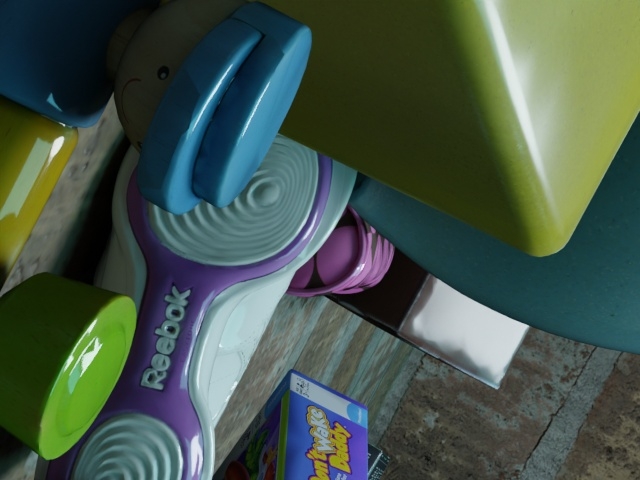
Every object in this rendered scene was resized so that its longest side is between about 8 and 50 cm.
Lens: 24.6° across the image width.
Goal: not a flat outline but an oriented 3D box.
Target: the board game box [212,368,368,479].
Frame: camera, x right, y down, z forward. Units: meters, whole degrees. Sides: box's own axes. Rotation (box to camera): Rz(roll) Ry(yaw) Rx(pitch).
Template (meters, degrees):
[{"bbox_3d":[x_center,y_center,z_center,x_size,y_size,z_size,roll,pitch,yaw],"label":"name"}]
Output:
[{"bbox_3d":[-0.084,0.304,1.180,0.347,0.078,0.233,-55,-165,24],"label":"board game box"}]

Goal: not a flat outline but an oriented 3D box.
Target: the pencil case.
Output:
[{"bbox_3d":[0.000,0.000,1.109,0.209,0.098,0.095,20,54,-80],"label":"pencil case"}]

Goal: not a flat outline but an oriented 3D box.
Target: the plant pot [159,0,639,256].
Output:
[{"bbox_3d":[0.045,-0.151,0.622,0.212,0.212,0.187,-60,157,-8],"label":"plant pot"}]

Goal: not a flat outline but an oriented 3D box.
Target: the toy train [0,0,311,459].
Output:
[{"bbox_3d":[-0.115,0.015,0.392,0.248,0.143,0.105,-62,170,4],"label":"toy train"}]

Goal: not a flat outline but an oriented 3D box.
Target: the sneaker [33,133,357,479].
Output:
[{"bbox_3d":[-0.079,0.019,0.797,0.305,0.114,0.152,-64,-167,3],"label":"sneaker"}]

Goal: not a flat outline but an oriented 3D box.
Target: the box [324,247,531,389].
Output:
[{"bbox_3d":[0.169,-0.070,1.397,0.381,0.143,0.191,-59,-154,-3],"label":"box"}]

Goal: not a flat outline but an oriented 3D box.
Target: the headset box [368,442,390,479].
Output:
[{"bbox_3d":[-0.046,0.338,1.695,0.283,0.131,0.246,-60,171,-6],"label":"headset box"}]

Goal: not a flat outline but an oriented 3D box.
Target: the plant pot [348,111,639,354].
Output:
[{"bbox_3d":[0.114,-0.082,0.806,0.290,0.195,0.290,-178,-90,-77],"label":"plant pot"}]
